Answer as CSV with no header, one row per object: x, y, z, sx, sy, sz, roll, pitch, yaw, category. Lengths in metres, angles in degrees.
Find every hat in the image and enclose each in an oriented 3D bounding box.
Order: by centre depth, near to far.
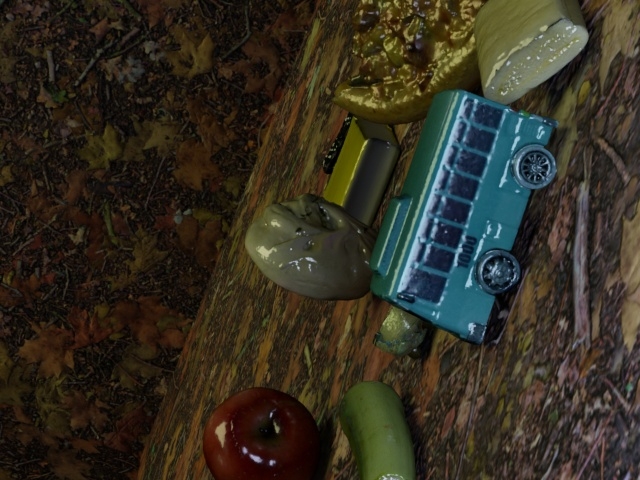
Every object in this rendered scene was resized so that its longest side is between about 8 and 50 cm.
0.109,0.111,1.748,0.077,0.059,0.076,-58,-20,17,hat

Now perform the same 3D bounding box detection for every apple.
-0.090,0.310,2.099,0.168,0.181,0.181,126,160,-53,apple

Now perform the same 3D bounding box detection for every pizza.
0.137,-0.247,1.908,0.268,0.087,0.258,38,125,38,pizza

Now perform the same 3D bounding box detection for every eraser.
0.055,-0.086,2.321,0.158,0.069,0.226,-109,38,-66,eraser

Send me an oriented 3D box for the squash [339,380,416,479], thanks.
0.071,0.246,1.674,0.250,0.083,0.083,-103,33,-65,squash

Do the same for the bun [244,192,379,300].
0.000,0.000,2.097,0.237,0.210,0.116,-61,-5,-64,bun

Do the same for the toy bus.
0.150,-0.028,1.530,0.128,0.147,0.256,-158,87,-81,toy bus

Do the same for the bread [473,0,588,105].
0.233,-0.238,1.590,0.139,0.060,0.178,-38,25,21,bread

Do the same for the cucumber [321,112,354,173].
0.082,-0.216,2.395,0.077,0.077,0.265,-85,16,-51,cucumber
